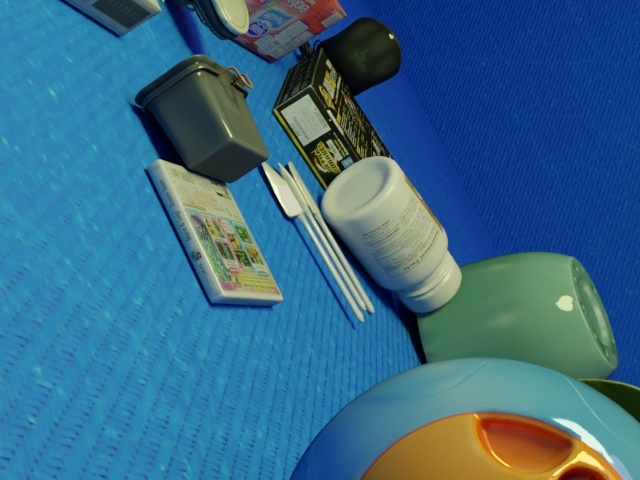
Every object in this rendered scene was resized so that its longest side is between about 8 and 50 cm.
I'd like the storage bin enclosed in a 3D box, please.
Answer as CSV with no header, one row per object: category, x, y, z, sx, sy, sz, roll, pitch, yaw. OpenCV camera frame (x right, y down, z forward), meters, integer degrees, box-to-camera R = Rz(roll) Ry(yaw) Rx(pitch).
storage bin,-0.104,-0.117,1.007,0.091,0.098,0.135,60,12,13

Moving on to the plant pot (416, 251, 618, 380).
plant pot,0.321,0.149,1.576,0.293,0.235,0.293,46,30,-38

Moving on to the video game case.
video game case,-0.098,-0.003,0.971,0.143,0.019,0.157,63,13,12

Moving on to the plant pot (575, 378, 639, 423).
plant pot,0.296,0.358,1.203,0.275,0.274,0.293,-64,139,-74

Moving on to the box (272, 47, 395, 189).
box,0.034,-0.167,1.665,0.257,0.079,0.322,54,15,-16

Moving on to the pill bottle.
pill bottle,0.112,-0.003,1.479,0.229,0.131,0.131,51,16,-33

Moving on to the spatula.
spatula,0.000,0.000,1.327,0.242,0.019,0.168,61,8,2

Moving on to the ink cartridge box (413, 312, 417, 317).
ink cartridge box,0.155,0.050,1.710,0.208,0.045,0.206,52,17,-26

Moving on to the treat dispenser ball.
treat dispenser ball,0.109,0.221,0.665,0.288,0.288,0.288,54,15,-21

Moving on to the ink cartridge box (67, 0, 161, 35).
ink cartridge box,-0.280,-0.344,0.953,0.239,0.060,0.275,65,15,17

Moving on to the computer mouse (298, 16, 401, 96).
computer mouse,0.048,-0.309,1.822,0.188,0.072,0.272,56,-28,-6

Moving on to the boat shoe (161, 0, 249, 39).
boat shoe,-0.171,-0.348,1.303,0.254,0.079,0.095,62,16,21

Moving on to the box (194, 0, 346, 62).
box,-0.092,-0.392,1.528,0.142,0.154,0.300,62,15,10
